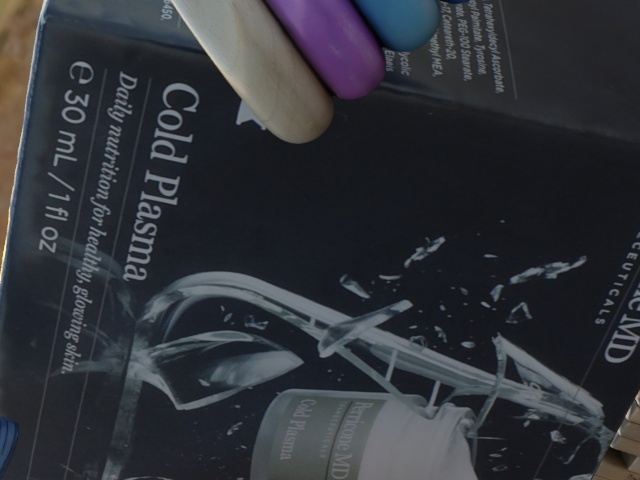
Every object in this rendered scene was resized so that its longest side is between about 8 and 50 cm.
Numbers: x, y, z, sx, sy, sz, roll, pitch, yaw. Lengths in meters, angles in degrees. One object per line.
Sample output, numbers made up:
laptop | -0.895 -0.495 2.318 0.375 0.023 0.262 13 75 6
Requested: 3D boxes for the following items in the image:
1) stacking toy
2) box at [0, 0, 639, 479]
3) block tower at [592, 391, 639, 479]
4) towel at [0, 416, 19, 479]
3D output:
stacking toy | 0.079 -0.193 0.724 0.330 0.141 0.141 -35 23 5
box | 0.000 0.000 1.164 0.297 0.472 0.479 -92 15 -51
block tower | 0.338 0.100 1.354 0.335 0.097 0.091 -62 21 27
towel | -0.266 0.140 0.991 0.067 0.119 0.029 -59 35 31
